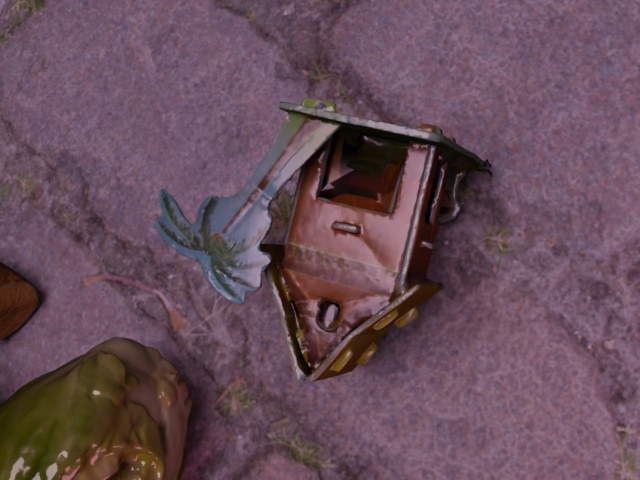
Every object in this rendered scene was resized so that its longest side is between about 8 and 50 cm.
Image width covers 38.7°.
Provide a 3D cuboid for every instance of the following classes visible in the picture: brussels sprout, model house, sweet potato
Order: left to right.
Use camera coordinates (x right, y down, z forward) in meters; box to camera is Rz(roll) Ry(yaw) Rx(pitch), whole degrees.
[{"bbox_3d":[-0.598,0.045,1.410,0.336,0.131,0.131,26,87,22],"label":"sweet potato"},{"bbox_3d":[-0.304,0.298,1.165,0.344,0.344,0.268,-40,98,6],"label":"brussels sprout"},{"bbox_3d":[0.000,0.000,1.159,0.340,0.300,0.324,14,92,20],"label":"model house"}]
